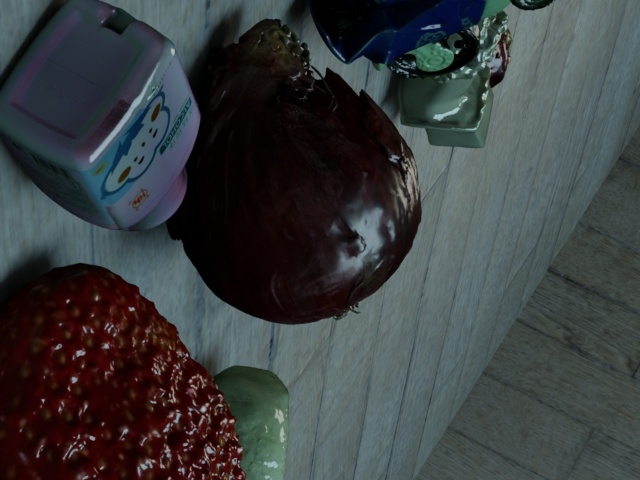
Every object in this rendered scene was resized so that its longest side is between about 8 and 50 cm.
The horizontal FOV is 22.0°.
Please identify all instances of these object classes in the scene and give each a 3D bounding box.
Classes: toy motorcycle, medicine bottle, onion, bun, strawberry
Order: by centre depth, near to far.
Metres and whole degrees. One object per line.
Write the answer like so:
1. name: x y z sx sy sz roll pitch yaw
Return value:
1. medicine bottle: -0.151 -0.078 1.179 0.119 0.094 0.188 -57 163 -15
2. strawberry: -0.178 0.181 1.273 0.261 0.261 0.257 -42 160 -54
3. onion: -0.022 -0.038 1.464 0.221 0.281 0.281 -19 162 3
4. toy motorcycle: 0.105 -0.251 1.506 0.331 0.196 0.125 124 -39 -55
5. bun: -0.108 0.238 1.778 0.212 0.127 0.204 108 -10 -47
6. onion: 0.190 -0.239 2.054 0.107 0.097 0.107 172 -90 -82

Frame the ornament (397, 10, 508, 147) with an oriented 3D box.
1. ornament: 0.149 -0.200 1.917 0.285 0.120 0.130 91 9 -56
